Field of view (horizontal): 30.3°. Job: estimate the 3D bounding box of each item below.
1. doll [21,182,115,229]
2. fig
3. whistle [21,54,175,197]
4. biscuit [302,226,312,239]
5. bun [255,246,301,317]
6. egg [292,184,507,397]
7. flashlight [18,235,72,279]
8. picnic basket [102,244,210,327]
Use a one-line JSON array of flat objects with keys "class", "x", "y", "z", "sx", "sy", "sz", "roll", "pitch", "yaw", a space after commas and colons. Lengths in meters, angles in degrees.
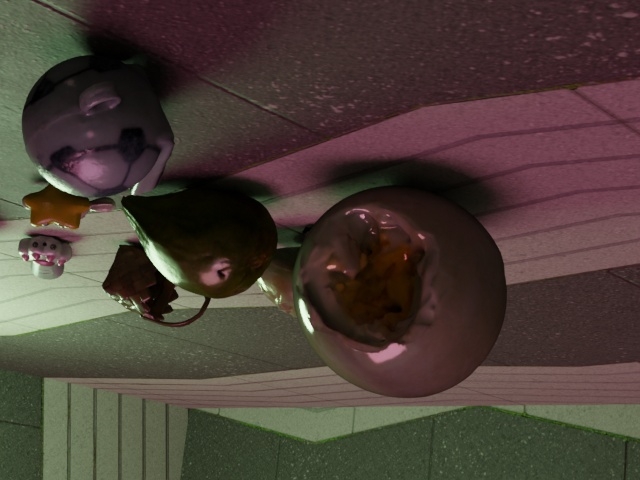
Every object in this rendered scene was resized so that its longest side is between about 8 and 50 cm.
[{"class": "doll", "x": -0.388, "y": -0.056, "z": 1.756, "sx": 0.135, "sy": 0.071, "sz": 0.113, "roll": 5, "pitch": -175, "yaw": 29}, {"class": "fig", "x": -0.175, "y": 0.004, "z": 1.687, "sx": 0.234, "sy": 0.167, "sz": 0.167, "roll": -5, "pitch": 163, "yaw": 11}, {"class": "whistle", "x": -0.247, "y": -0.113, "z": 1.290, "sx": 0.164, "sy": 0.163, "sz": 0.289, "roll": 9, "pitch": 164, "yaw": -12}, {"class": "biscuit", "x": 0.000, "y": 0.000, "z": 1.851, "sx": 0.089, "sy": 0.027, "sz": 0.087, "roll": -7, "pitch": 161, "yaw": 42}, {"class": "bun", "x": -0.020, "y": 0.073, "z": 1.885, "sx": 0.183, "sy": 0.102, "sz": 0.183, "roll": 1, "pitch": -167, "yaw": 0}, {"class": "egg", "x": 0.116, "y": 0.073, "z": 1.597, "sx": 0.278, "sy": 0.278, "sz": 0.336, "roll": 0, "pitch": 169, "yaw": 23}, {"class": "flashlight", "x": -0.499, "y": 0.036, "z": 2.146, "sx": 0.093, "sy": 0.047, "sz": 0.200, "roll": 8, "pitch": 164, "yaw": -10}, {"class": "picnic basket", "x": -0.275, "y": 0.084, "z": 2.073, "sx": 0.179, "sy": 0.128, "sz": 0.138, "roll": 13, "pitch": 169, "yaw": 13}]
